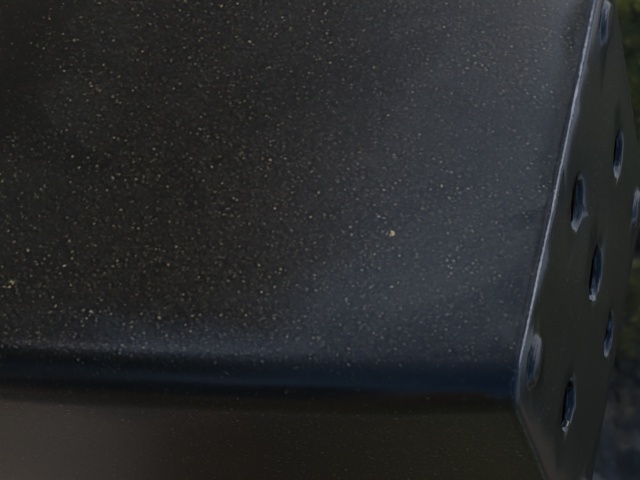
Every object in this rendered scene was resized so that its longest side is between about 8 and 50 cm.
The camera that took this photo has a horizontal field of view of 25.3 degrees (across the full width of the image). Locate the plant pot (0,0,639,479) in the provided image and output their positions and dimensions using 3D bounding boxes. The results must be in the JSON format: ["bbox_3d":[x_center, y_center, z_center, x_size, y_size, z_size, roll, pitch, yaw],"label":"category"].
[{"bbox_3d":[0.000,0.000,0.421,0.187,0.167,0.188,62,39,-57],"label":"plant pot"}]
